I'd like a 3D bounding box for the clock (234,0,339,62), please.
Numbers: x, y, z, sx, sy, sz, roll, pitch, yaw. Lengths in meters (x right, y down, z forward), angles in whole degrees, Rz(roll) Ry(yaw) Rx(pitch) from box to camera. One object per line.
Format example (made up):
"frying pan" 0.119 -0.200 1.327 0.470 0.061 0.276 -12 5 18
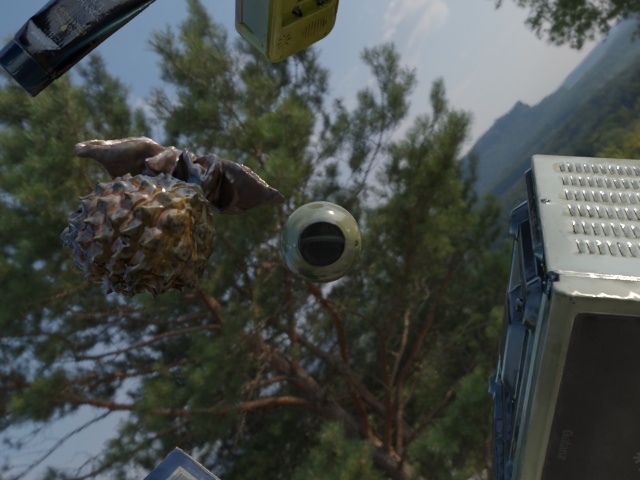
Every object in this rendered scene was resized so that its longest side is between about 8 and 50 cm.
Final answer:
"clock" -0.043 -0.364 0.906 0.143 0.096 0.202 -37 -21 -26

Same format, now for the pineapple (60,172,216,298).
"pineapple" -0.234 -0.006 0.807 0.166 0.193 0.166 0 -90 -77

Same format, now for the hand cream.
"hand cream" -0.393 -0.352 1.052 0.270 0.120 0.061 -45 1 -8

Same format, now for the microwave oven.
"microwave oven" 0.187 0.085 0.419 0.194 0.145 0.241 -73 -17 -58

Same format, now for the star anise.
"star anise" -0.226 -0.096 1.055 0.292 0.349 0.109 39 -113 -71

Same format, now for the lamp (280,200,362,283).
"lamp" 0.000 0.000 0.761 0.091 0.091 0.163 -46 2 2

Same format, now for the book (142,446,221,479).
"book" -0.239 0.504 0.848 0.428 0.300 0.039 -40 -34 -38
